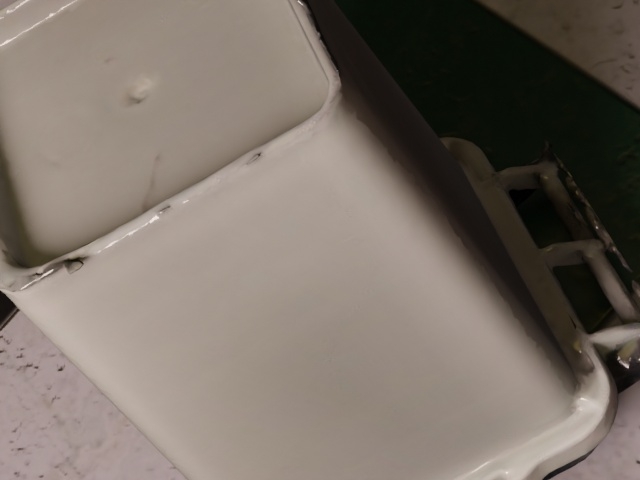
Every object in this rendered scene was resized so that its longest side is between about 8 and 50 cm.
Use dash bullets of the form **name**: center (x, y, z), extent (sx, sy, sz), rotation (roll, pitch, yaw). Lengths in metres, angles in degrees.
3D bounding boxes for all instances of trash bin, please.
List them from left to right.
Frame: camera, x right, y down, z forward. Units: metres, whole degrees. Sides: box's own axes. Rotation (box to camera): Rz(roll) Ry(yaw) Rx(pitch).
- **trash bin**: center (0.000, 0.000, 0.719), extent (0.296, 0.368, 0.256), rotation (-28, 52, 8)
